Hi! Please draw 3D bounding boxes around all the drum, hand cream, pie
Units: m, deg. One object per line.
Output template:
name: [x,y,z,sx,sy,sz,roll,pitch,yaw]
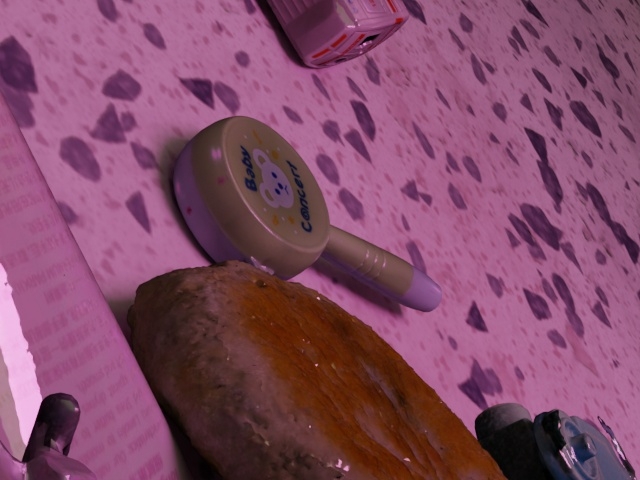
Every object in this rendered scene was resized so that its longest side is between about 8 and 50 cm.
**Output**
drum: [-0.007,-0.018,1.038,0.253,0.049,0.130,13,49,-54]
hand cream: [-0.161,0.033,0.682,0.358,0.118,0.185,63,21,-2]
pie: [0.028,0.124,0.849,0.323,0.070,0.323,39,10,-8]

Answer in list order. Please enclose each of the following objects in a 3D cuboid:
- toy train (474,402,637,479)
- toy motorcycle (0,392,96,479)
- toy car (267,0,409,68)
toy train: [0.169,0.213,1.013,0.163,0.112,0.203,35,33,-47]
toy motorcycle: [-0.196,0.062,0.541,0.327,0.143,0.188,53,27,22]
toy car: [-0.018,-0.248,1.238,0.209,0.089,0.108,61,32,2]
